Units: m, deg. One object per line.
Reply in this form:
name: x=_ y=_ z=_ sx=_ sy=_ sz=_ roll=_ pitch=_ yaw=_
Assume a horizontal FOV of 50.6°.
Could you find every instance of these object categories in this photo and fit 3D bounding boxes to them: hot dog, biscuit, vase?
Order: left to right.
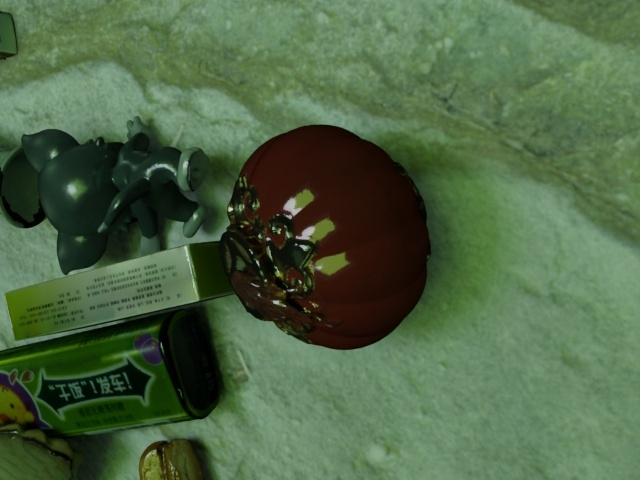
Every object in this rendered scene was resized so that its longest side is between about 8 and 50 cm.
vase: x=-0.545 y=-0.106 z=0.950 sx=0.360 sy=0.165 sz=0.165 roll=11 pitch=97 yaw=20
biscuit: x=-0.414 y=0.327 z=0.907 sx=0.187 sy=0.036 sz=0.273 roll=28 pitch=123 yaw=1
hot dog: x=-0.174 y=0.366 z=0.845 sx=0.092 sy=0.062 sz=0.235 roll=-8 pitch=87 yaw=24

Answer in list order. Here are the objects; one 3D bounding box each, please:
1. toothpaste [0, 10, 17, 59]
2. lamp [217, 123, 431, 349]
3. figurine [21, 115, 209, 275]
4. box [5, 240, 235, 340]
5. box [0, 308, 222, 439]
toothpaste: x=-0.594 y=-0.273 z=0.995 sx=0.313 sy=0.089 sz=0.071 roll=-8 pitch=94 yaw=24
lamp: x=0.000 y=0.000 z=0.666 sx=0.227 sy=0.227 sz=0.226 roll=1 pitch=93 yaw=24
figurine: x=-0.240 y=-0.048 z=0.819 sx=0.265 sy=0.140 sz=0.193 roll=9 pitch=115 yaw=47
box: x=-0.200 y=0.054 z=0.780 sx=0.261 sy=0.175 sz=0.062 roll=-15 pitch=86 yaw=24
box: x=-0.296 y=0.181 z=0.872 sx=0.346 sy=0.097 sz=0.134 roll=-15 pitch=101 yaw=25
